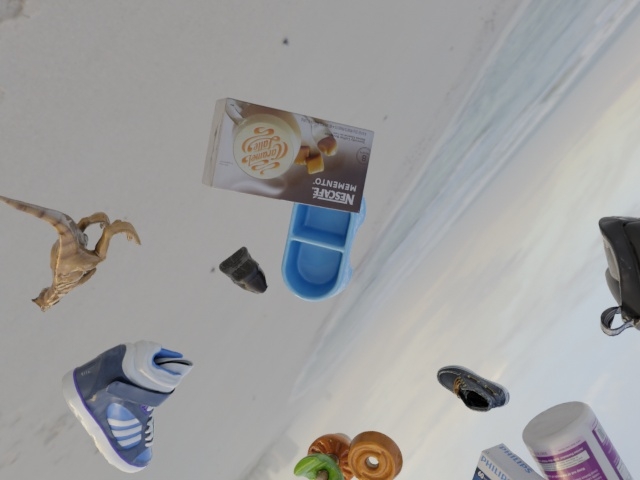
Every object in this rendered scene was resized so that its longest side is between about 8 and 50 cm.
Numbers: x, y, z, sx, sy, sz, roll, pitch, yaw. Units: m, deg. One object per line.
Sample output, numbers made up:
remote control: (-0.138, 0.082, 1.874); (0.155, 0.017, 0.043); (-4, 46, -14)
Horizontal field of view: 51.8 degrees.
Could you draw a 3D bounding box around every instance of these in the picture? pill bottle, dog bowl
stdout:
pill bottle: (0.589, 0.524, 1.451); (0.169, 0.301, 0.169); (-30, 178, -1)
dog bowl: (0.000, 0.000, 1.454); (0.074, 0.166, 0.297); (-51, 154, -73)

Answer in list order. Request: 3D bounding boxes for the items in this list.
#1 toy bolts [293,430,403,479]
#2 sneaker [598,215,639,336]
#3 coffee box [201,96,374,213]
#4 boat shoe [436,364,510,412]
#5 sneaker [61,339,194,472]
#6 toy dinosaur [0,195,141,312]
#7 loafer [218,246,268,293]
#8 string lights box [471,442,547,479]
toy bolts: (0.101, 0.448, 1.251); (0.218, 0.228, 0.158); (-36, 177, 24)
sneaker: (0.326, -0.016, 0.561); (0.268, 0.153, 0.101); (-58, 137, -30)
coffee box: (-0.052, -0.134, 1.062); (0.098, 0.247, 0.141); (-156, -103, -69)
boat shoe: (0.318, 0.324, 1.455); (0.083, 0.183, 0.065); (-2, 100, -45)
sneaker: (-0.356, 0.341, 1.376); (0.236, 0.130, 0.322); (-23, 126, -1)
toy dinosaur: (-0.230, 0.009, 0.615); (0.112, 0.064, 0.211); (-45, 170, -38)
loafer: (-0.172, 0.077, 1.495); (0.080, 0.078, 0.220); (-37, -161, -5)
string lights box: (0.392, 0.598, 1.456); (0.077, 0.133, 0.259); (-5, 117, -35)
